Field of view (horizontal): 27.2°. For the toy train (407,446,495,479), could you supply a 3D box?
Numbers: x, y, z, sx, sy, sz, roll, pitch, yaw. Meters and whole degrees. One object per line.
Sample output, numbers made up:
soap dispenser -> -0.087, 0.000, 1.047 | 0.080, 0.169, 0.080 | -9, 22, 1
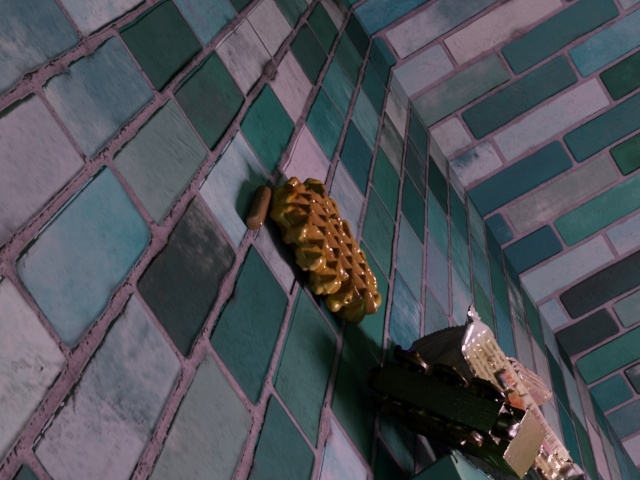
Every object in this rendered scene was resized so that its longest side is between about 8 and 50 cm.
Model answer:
toy train -> 0.183, 0.357, 1.632 | 0.203, 0.112, 0.163 | 46, 13, -46

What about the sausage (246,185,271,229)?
sausage -> -0.078, -0.045, 1.698 | 0.024, 0.024, 0.132 | 56, 15, -16

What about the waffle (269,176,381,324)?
waffle -> 0.001, 0.000, 1.826 | 0.253, 0.056, 0.249 | 40, 24, -52

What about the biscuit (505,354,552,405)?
biscuit -> 0.335, 0.267, 2.358 | 0.062, 0.108, 0.239 | 64, 14, 24

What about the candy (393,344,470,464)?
candy -> 0.193, 0.263, 1.930 | 0.275, 0.070, 0.145 | 57, 16, 5

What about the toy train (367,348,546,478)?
toy train -> 0.166, 0.218, 1.681 | 0.225, 0.090, 0.137 | 18, -20, 38

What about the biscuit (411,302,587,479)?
biscuit -> 0.236, 0.251, 1.787 | 0.079, 0.186, 0.309 | -31, 84, -32
